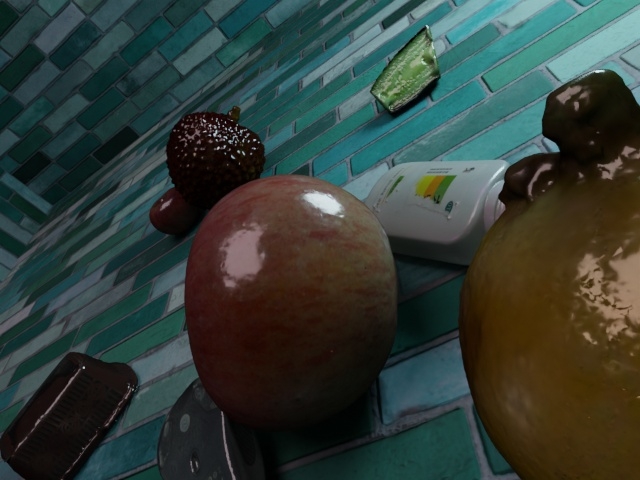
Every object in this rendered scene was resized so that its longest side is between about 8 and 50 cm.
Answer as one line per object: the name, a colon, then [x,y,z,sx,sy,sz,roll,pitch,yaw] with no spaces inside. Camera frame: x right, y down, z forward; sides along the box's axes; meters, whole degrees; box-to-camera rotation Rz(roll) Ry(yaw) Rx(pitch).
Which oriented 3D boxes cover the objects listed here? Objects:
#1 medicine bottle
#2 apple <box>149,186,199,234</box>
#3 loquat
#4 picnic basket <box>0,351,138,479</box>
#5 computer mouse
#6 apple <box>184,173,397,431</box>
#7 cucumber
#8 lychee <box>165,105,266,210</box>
medicine bottle: [0.203,-0.046,0.750,0.296,0.111,0.161,13,62,53]
apple: [-0.438,-0.087,1.508,0.153,0.120,0.153,-35,28,22]
loquat: [0.255,0.043,0.373,0.329,0.359,0.328,-27,13,7]
picnic basket: [-0.556,0.375,1.090,0.223,0.129,0.296,5,55,52]
computer mouse: [-0.130,0.355,0.683,0.167,0.090,0.379,-47,44,20]
apple: [-0.029,0.080,0.693,0.270,0.344,0.344,-8,40,6]
cucumber: [0.213,-0.384,1.165,0.193,0.115,0.086,-41,-12,12]
lychee: [-0.289,-0.229,1.376,0.304,0.276,0.275,-59,28,16]
